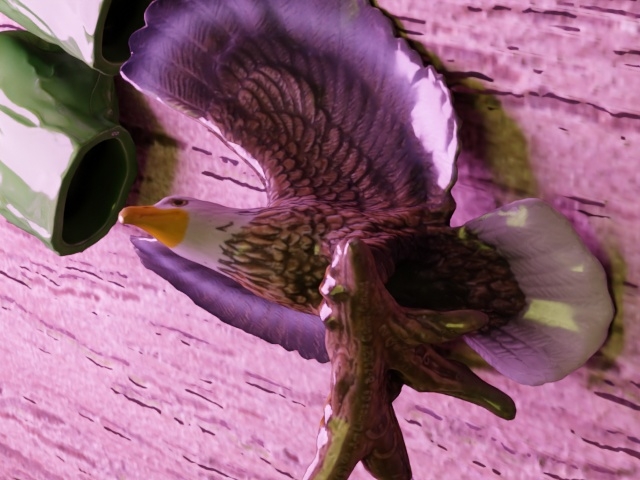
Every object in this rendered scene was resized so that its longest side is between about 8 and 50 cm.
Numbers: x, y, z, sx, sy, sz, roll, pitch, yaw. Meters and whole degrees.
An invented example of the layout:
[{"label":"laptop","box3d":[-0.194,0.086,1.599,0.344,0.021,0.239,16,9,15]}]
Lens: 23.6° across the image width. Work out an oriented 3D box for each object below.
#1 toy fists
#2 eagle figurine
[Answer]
[{"label":"toy fists","box3d":[-0.178,-0.131,1.042,0.142,0.096,0.279,37,127,25]},{"label":"eagle figurine","box3d":[-0.009,-0.005,0.842,0.226,0.225,0.298,-41,27,8]}]
